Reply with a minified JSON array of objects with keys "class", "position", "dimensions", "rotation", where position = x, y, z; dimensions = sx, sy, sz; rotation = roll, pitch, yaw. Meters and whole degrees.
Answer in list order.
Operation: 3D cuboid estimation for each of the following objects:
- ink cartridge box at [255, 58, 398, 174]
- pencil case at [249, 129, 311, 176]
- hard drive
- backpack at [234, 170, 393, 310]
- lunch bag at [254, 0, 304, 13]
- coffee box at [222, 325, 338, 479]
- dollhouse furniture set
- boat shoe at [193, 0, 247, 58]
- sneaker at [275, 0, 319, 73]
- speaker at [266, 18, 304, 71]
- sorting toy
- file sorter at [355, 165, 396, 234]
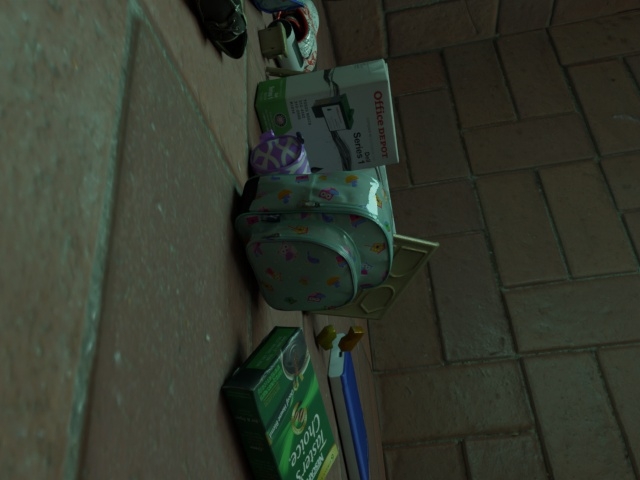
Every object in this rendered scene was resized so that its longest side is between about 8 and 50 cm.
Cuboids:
[{"class":"ink cartridge box","position":[0.017,-0.201,0.973],"dimensions":[0.092,0.219,0.160],"rotation":[-90,169,-51]},{"class":"pencil case","position":[-0.048,-0.069,0.876],"dimensions":[0.088,0.086,0.206],"rotation":[51,-16,40]},{"class":"hard drive","position":[0.071,0.413,1.367],"dimensions":[0.210,0.040,0.318],"rotation":[-76,156,-73]},{"class":"backpack","position":[0.000,0.000,0.716],"dimensions":[0.144,0.188,0.166],"rotation":[-92,171,-46]},{"class":"lunch bag","position":[-0.091,-0.495,1.035],"dimensions":[0.151,0.096,0.129],"rotation":[-30,114,-67]},{"class":"coffee box","position":[-0.036,0.198,0.615],"dimensions":[0.113,0.040,0.184],"rotation":[-45,128,-54]},{"class":"dollhouse furniture set","position":[-0.043,-0.325,1.130],"dimensions":[0.182,0.101,0.161],"rotation":[-17,99,-83]},{"class":"boat shoe","position":[-0.113,-0.263,0.684],"dimensions":[0.152,0.056,0.049],"rotation":[7,69,-83]},{"class":"sneaker","position":[-0.054,-0.520,1.335],"dimensions":[0.145,0.090,0.270],"rotation":[71,15,-67]},{"class":"speaker","position":[-0.072,-0.399,1.188],"dimensions":[0.136,0.055,0.055],"rotation":[56,26,-73]},{"class":"sorting toy","position":[0.075,0.102,1.119],"dimensions":[0.229,0.307,0.041],"rotation":[8,36,-41]},{"class":"file sorter","position":[0.042,-0.093,1.174],"dimensions":[0.173,0.193,0.277],"rotation":[68,15,-52]}]
